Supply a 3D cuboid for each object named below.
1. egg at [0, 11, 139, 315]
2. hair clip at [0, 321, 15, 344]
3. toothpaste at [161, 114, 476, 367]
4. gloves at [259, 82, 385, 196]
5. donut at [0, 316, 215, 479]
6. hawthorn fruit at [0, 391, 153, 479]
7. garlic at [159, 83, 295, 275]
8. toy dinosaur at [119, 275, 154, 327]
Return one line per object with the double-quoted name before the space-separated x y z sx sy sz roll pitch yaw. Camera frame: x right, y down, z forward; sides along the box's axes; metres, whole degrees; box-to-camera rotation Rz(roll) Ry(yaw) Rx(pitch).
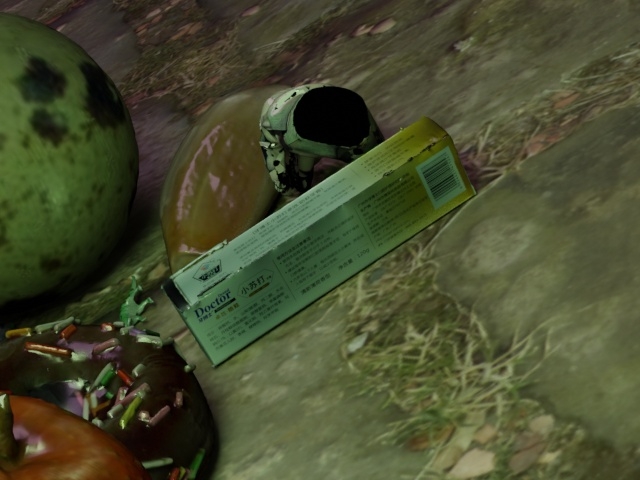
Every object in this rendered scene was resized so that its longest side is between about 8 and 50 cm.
"egg" -0.386 -0.086 1.589 0.345 0.345 0.428 -39 15 -16
"hair clip" -0.412 0.151 1.539 0.124 0.052 0.195 2 37 36
"toothpaste" 0.000 0.000 1.359 0.313 0.089 0.071 -33 36 -7
"gloves" -0.002 -0.112 1.463 0.127 0.111 0.212 -21 5 -10
"donut" -0.222 0.163 1.218 0.270 0.103 0.269 -2 29 1
"hawthorn fruit" -0.222 0.239 0.971 0.275 0.299 0.275 5 23 -2
"garlic" -0.109 -0.073 1.577 0.143 0.112 0.318 -9 46 28
"toy dinosaur" -0.209 0.076 1.499 0.062 0.021 0.083 -44 30 2
